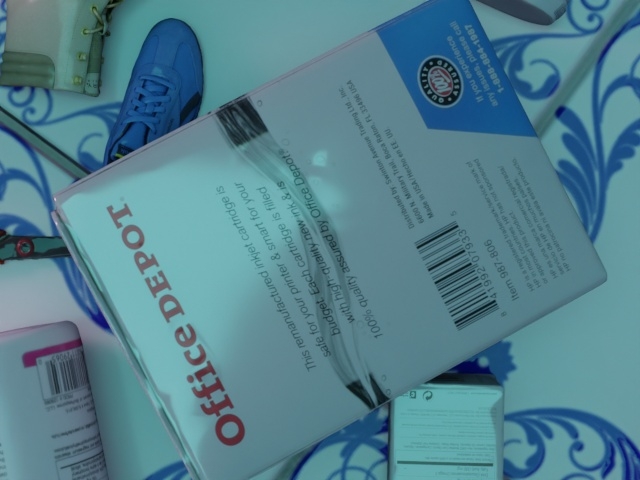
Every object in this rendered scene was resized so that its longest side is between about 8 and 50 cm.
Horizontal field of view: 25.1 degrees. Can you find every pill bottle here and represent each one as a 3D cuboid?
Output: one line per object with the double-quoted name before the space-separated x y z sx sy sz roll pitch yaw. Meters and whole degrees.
"pill bottle" -0.275 0.225 1.315 0.160 0.160 0.283 -11 90 2

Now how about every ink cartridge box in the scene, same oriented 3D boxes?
"ink cartridge box" 0.000 0.000 1.263 0.395 0.166 0.285 -28 94 -9

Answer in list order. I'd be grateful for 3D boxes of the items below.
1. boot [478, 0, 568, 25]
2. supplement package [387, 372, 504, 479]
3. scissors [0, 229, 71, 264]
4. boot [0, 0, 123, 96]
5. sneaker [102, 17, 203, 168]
"boot" 0.127 -0.306 1.341 0.258 0.095 0.123 23 85 -7
"supplement package" 0.114 0.216 1.331 0.105 0.105 0.179 1 91 2
"scissors" -0.303 0.016 1.387 0.297 0.021 0.109 13 89 1
"boot" -0.202 -0.216 1.346 0.213 0.077 0.165 1 90 13
"sneaker" -0.159 -0.109 1.349 0.069 0.082 0.209 16 90 4
